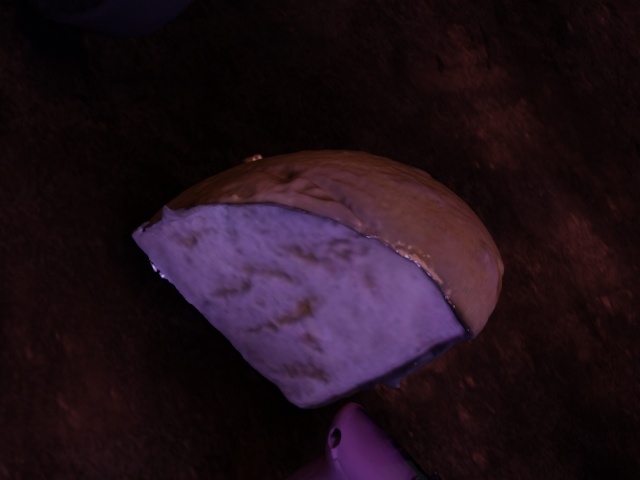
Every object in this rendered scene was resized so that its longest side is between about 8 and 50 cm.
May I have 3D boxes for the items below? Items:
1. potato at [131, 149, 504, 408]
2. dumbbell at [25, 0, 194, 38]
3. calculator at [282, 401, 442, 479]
[{"bbox_3d":[0.025,-0.026,1.480,0.211,0.189,0.264,49,33,-10],"label":"potato"},{"bbox_3d":[-0.229,-0.269,1.357,0.322,0.204,0.204,12,52,-48],"label":"dumbbell"},{"bbox_3d":[0.052,0.260,1.264,0.043,0.194,0.294,-28,82,-48],"label":"calculator"}]
